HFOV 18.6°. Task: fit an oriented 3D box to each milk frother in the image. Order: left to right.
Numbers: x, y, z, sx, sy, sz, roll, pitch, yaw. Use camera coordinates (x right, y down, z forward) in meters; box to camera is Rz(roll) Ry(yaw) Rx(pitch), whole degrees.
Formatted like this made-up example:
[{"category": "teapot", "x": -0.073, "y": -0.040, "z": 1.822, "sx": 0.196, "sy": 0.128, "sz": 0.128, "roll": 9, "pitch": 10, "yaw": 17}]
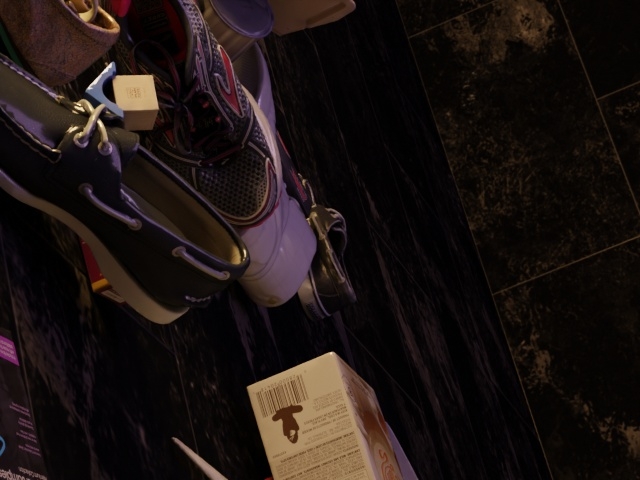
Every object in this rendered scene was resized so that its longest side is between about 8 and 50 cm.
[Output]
[{"category": "milk frother", "x": -0.126, "y": -0.179, "z": 1.971, "sx": 0.129, "sy": 0.135, "sz": 0.143, "roll": 1, "pitch": 60, "yaw": -44}]

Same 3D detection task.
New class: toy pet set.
[{"category": "toy pet set", "x": -0.189, "y": -0.097, "z": 1.781, "sx": 0.114, "sy": 0.065, "sz": 0.122, "roll": 116, "pitch": -33, "yaw": -56}]

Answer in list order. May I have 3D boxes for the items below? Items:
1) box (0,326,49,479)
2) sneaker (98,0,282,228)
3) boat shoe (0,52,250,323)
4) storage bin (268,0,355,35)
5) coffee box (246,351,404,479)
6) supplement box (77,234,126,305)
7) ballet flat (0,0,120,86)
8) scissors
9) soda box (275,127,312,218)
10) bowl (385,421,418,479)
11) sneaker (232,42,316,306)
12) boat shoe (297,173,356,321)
[{"category": "box", "x": -0.215, "y": 0.123, "z": 1.255, "sx": 0.116, "sy": 0.029, "sz": 0.162, "roll": 39, "pitch": 32, "yaw": -67}, {"category": "sneaker", "x": -0.132, "y": -0.136, "z": 1.876, "sx": 0.299, "sy": 0.121, "sz": 0.112, "roll": 61, "pitch": 2, "yaw": -19}, {"category": "boat shoe", "x": -0.174, "y": -0.058, "z": 1.528, "sx": 0.302, "sy": 0.091, "sz": 0.114, "roll": 43, "pitch": 29, "yaw": -35}, {"category": "storage bin", "x": -0.056, "y": -0.390, "z": 2.030, "sx": 0.260, "sy": 0.123, "sz": 0.262, "roll": 43, "pitch": 43, "yaw": -45}, {"category": "coffee box", "x": 0.025, "y": 0.249, "z": 1.857, "sx": 0.141, "sy": 0.098, "sz": 0.246, "roll": 46, "pitch": 24, "yaw": -63}, {"category": "supplement box", "x": -0.172, "y": 0.005, "z": 1.641, "sx": 0.055, "sy": 0.043, "sz": 0.083, "roll": 37, "pitch": 33, "yaw": -65}, {"category": "ballet flat", "x": -0.260, "y": -0.277, "z": 1.611, "sx": 0.107, "sy": 0.106, "sz": 0.316, "roll": -93, "pitch": 157, "yaw": -59}, {"category": "scissors", "x": -0.062, "y": 0.245, "z": 1.747, "sx": 0.297, "sy": 0.021, "sz": 0.109, "roll": 44, "pitch": 28, "yaw": -67}, {"category": "soda box", "x": -0.069, "y": -0.097, "z": 2.289, "sx": 0.060, "sy": 0.053, "sz": 0.169, "roll": -80, "pitch": 146, "yaw": -70}, {"category": "bowl", "x": 0.079, "y": 0.295, "z": 2.225, "sx": 0.142, "sy": 0.053, "sz": 0.142, "roll": -94, "pitch": 158, "yaw": -60}, {"category": "sneaker", "x": -0.078, "y": -0.068, "z": 2.094, "sx": 0.169, "sy": 0.108, "sz": 0.292, "roll": 57, "pitch": 25, "yaw": -49}, {"category": "boat shoe", "x": 0.000, "y": 0.000, "z": 2.377, "sx": 0.078, "sy": 0.070, "sz": 0.219, "roll": 54, "pitch": 18, "yaw": -51}]
